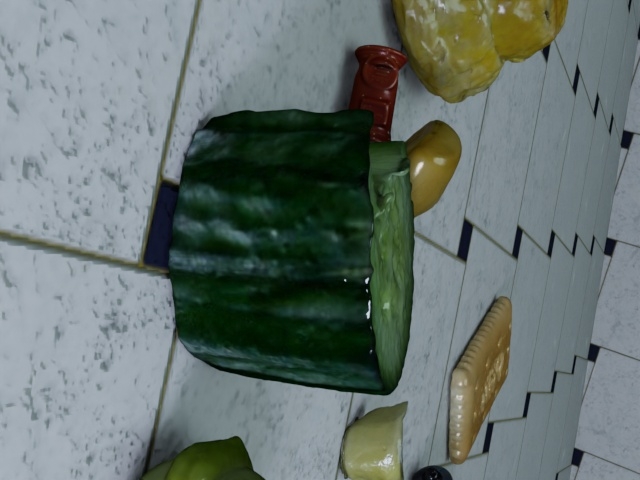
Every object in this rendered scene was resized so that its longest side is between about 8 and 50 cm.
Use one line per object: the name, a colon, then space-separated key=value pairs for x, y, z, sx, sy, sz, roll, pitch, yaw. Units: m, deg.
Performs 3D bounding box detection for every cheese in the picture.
cheese: x=0.054 y=0.191 z=0.823 sx=0.041 sy=0.060 sz=0.084 roll=55 pitch=42 yaw=-56

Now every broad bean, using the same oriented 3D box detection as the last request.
broad bean: x=-0.074 y=0.200 z=0.527 sx=0.124 sy=0.082 sz=0.174 roll=-51 pitch=152 yaw=-47

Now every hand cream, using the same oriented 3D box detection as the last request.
hand cream: x=0.146 y=0.372 z=1.108 sx=0.075 sy=0.052 sz=0.248 roll=-35 pitch=140 yaw=-27

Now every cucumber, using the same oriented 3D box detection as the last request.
cucumber: x=0.000 y=0.009 z=0.560 sx=0.191 sy=0.130 sz=0.191 roll=9 pitch=90 yaw=-70

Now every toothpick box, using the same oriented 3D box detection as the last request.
toothpick box: x=0.043 y=-0.117 z=0.697 sx=0.047 sy=0.047 sz=0.083 roll=20 pitch=79 yaw=-65

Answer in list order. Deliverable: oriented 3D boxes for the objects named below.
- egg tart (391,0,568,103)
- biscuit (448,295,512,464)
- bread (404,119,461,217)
egg tart: x=0.173 y=-0.282 z=0.827 sx=0.319 sy=0.128 sz=0.319 roll=-26 pitch=119 yaw=-61
biscuit: x=0.241 y=0.202 z=1.258 sx=0.250 sy=0.030 sz=0.160 roll=-41 pitch=134 yaw=-55
bread: x=0.071 y=-0.046 z=0.705 sx=0.056 sy=0.115 sz=0.082 roll=48 pitch=28 yaw=-7
